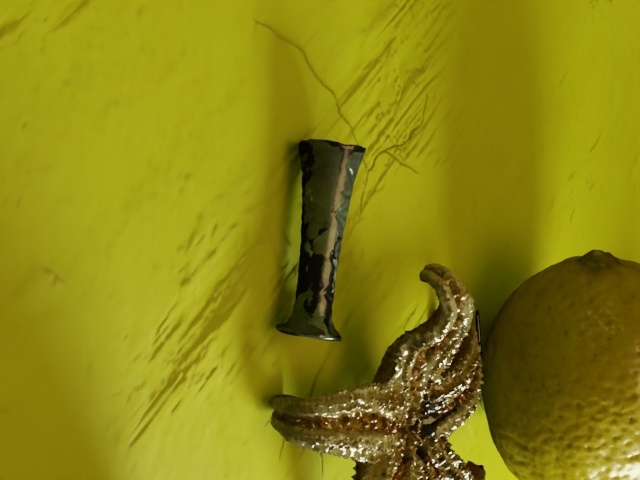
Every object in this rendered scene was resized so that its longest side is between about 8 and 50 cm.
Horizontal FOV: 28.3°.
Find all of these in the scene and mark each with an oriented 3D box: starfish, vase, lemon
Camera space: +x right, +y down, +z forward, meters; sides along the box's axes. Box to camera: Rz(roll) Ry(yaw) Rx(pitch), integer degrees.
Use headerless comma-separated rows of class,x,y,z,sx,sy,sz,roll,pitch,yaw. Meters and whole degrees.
starfish,0.084,0.156,1.181,0.303,0.113,0.312,-38,133,-42
vase,0.000,0.000,1.077,0.059,0.059,0.167,9,87,-54
lemon,0.293,0.150,1.347,0.267,0.267,0.267,-11,104,-53
